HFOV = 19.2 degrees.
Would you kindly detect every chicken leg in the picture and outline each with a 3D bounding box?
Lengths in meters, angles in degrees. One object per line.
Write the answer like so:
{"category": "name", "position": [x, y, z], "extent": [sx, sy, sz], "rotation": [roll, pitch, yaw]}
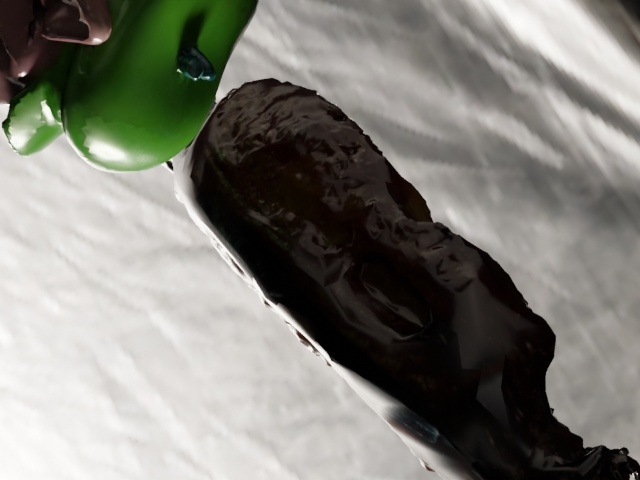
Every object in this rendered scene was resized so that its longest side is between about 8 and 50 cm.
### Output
{"category": "chicken leg", "position": [0.000, 0.000, 0.541], "extent": [0.051, 0.253, 0.106], "rotation": [-40, 132, -4]}

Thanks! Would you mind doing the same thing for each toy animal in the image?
{"category": "toy animal", "position": [-0.105, -0.102, 0.496], "extent": [0.103, 0.208, 0.100], "rotation": [-59, 148, 3]}
